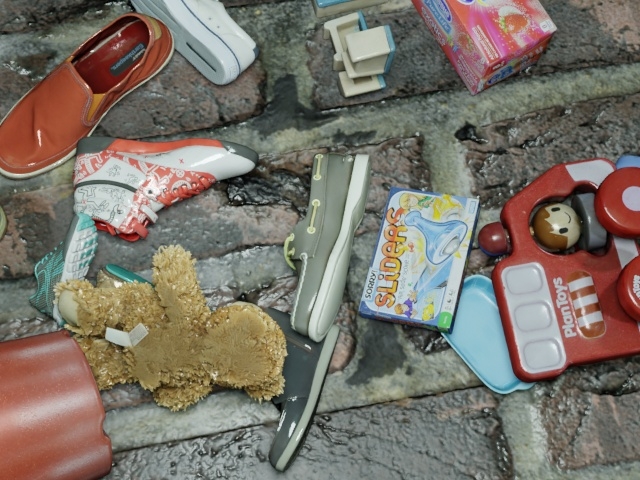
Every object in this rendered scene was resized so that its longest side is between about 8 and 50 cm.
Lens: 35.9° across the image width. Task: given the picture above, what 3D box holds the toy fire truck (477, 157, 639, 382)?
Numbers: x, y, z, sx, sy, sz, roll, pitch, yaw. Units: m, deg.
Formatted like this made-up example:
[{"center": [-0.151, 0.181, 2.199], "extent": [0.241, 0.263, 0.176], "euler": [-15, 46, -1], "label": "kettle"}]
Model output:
[{"center": [0.363, 0.034, 1.408], "extent": [0.254, 0.169, 0.302], "euler": [-10, 74, -5], "label": "toy fire truck"}]

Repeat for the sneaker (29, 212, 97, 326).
[{"center": [-0.368, 0.035, 1.393], "extent": [0.076, 0.065, 0.166], "euler": [20, 100, 14], "label": "sneaker"}]

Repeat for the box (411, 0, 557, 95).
[{"center": [0.235, -0.375, 1.536], "extent": [0.128, 0.122, 0.257], "euler": [-28, 78, -10], "label": "box"}]

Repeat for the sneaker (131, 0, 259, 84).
[{"center": [-0.202, -0.347, 1.528], "extent": [0.258, 0.094, 0.091], "euler": [47, 56, 7], "label": "sneaker"}]

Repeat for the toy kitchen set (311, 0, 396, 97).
[{"center": [0.071, -0.342, 1.493], "extent": [0.122, 0.166, 0.207], "euler": [-15, 76, -8], "label": "toy kitchen set"}]

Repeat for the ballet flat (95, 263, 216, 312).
[{"center": [-0.229, 0.103, 1.411], "extent": [0.206, 0.073, 0.067], "euler": [26, 101, 6], "label": "ballet flat"}]

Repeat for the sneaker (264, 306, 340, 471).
[{"center": [-0.059, 0.206, 1.385], "extent": [0.118, 0.083, 0.222], "euler": [17, 64, 6], "label": "sneaker"}]

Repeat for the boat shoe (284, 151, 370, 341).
[{"center": [0.000, 0.002, 1.414], "extent": [0.091, 0.109, 0.305], "euler": [10, 60, 10], "label": "boat shoe"}]

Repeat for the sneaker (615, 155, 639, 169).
[{"center": [0.521, -0.028, 1.480], "extent": [0.232, 0.081, 0.090], "euler": [40, 69, 6], "label": "sneaker"}]

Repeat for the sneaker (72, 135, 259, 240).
[{"center": [-0.227, -0.071, 1.440], "extent": [0.270, 0.090, 0.145], "euler": [2, 75, 0], "label": "sneaker"}]

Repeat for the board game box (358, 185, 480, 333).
[{"center": [0.146, 0.026, 1.441], "extent": [0.136, 0.035, 0.201], "euler": [9, 71, 17], "label": "board game box"}]

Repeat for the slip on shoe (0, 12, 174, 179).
[{"center": [-0.359, -0.220, 1.455], "extent": [0.331, 0.101, 0.123], "euler": [-40, 81, -2], "label": "slip on shoe"}]

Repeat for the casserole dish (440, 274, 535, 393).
[{"center": [0.245, 0.138, 1.439], "extent": [0.114, 0.037, 0.188], "euler": [-39, 80, -12], "label": "casserole dish"}]

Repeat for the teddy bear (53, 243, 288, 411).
[{"center": [-0.202, 0.125, 1.332], "extent": [0.338, 0.113, 0.245], "euler": [-15, 102, 21], "label": "teddy bear"}]

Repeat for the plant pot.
[{"center": [-0.421, 0.243, 1.243], "extent": [0.265, 0.272, 0.272], "euler": [-16, 75, -27], "label": "plant pot"}]

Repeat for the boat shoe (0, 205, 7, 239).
[{"center": [-0.592, -0.001, 1.394], "extent": [0.285, 0.089, 0.104], "euler": [-24, 78, -9], "label": "boat shoe"}]
